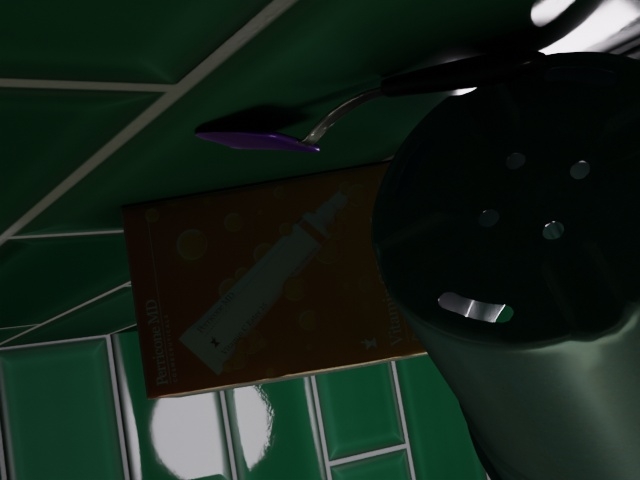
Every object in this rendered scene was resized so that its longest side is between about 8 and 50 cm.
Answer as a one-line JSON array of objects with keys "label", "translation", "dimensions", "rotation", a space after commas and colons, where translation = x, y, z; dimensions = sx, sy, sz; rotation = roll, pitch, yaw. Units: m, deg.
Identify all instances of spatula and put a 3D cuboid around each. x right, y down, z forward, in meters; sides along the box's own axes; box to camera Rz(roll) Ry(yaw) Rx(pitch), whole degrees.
[{"label": "spatula", "translation": [0.032, -0.104, 0.718], "dimensions": [0.296, 0.030, 0.084], "rotation": [-14, 169, 29]}]

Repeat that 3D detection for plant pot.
[{"label": "plant pot", "translation": [0.223, 0.044, 0.766], "dimensions": [0.341, 0.341, 0.334], "rotation": [-13, 142, 25]}]

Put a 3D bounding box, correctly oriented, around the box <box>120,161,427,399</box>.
[{"label": "box", "translation": [-0.030, 0.049, 1.059], "dimensions": [0.345, 0.215, 0.168], "rotation": [-10, 172, 0]}]
